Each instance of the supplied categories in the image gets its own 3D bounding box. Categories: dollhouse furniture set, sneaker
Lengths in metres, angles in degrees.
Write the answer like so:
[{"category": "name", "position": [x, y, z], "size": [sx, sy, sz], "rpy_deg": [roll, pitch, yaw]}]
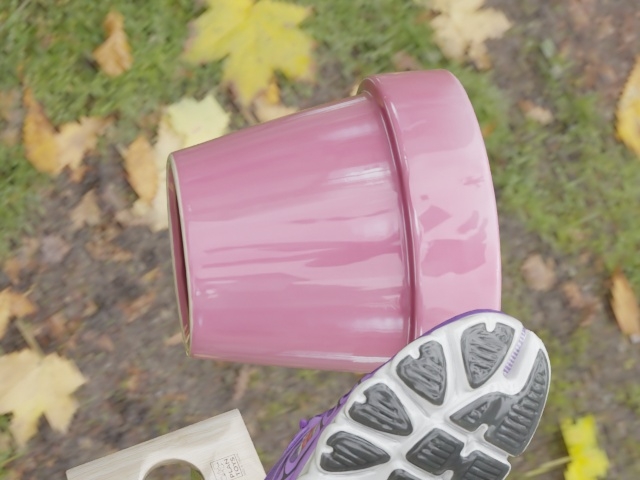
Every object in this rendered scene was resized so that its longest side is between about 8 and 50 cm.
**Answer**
[{"category": "dollhouse furniture set", "position": [-0.063, 0.205, 0.882], "size": [0.101, 0.182, 0.161], "rpy_deg": [-19, 66, -13]}, {"category": "sneaker", "position": [0.015, 0.078, 0.650], "size": [0.068, 0.170, 0.071], "rpy_deg": [34, 28, -22]}]

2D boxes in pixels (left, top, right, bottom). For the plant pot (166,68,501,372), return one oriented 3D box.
[{"category": "plant pot", "position": [0.000, 0.000, 1.060], "size": [0.180, 0.201, 0.201], "rpy_deg": [-6, 75, -8]}]
